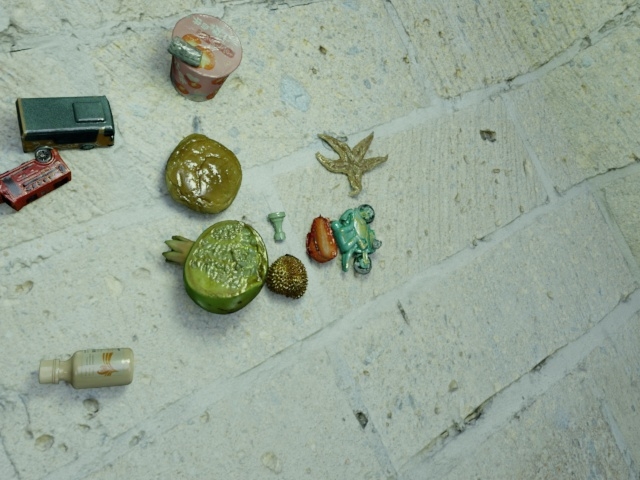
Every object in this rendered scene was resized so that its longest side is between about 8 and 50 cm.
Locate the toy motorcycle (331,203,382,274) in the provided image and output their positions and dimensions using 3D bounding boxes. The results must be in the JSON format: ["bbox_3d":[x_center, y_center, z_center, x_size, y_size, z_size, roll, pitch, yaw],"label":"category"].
[{"bbox_3d":[0.136,-0.015,2.009,0.198,0.109,0.297,7,71,-23],"label":"toy motorcycle"}]

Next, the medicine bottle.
[{"bbox_3d":[-0.690,0.381,1.511,0.252,0.114,0.114,1,77,-24],"label":"medicine bottle"}]

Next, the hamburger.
[{"bbox_3d":[-0.404,-0.233,1.791,0.265,0.134,0.285,26,70,-15],"label":"hamburger"}]

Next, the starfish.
[{"bbox_3d":[0.136,-0.344,2.118,0.302,0.060,0.299,-27,83,-23],"label":"starfish"}]

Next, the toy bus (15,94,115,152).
[{"bbox_3d":[-0.801,-0.371,1.618,0.275,0.167,0.139,-10,81,-28],"label":"toy bus"}]

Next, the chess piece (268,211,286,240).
[{"bbox_3d":[-0.157,-0.053,1.906,0.067,0.067,0.103,-9,89,-27],"label":"chess piece"}]

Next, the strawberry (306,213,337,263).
[{"bbox_3d":[0.000,0.000,1.963,0.121,0.082,0.188,14,60,-38],"label":"strawberry"}]

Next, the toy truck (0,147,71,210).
[{"bbox_3d":[-0.899,-0.174,1.555,0.252,0.107,0.114,-40,95,-28],"label":"toy truck"}]

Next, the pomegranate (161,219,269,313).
[{"bbox_3d":[-0.343,0.090,1.711,0.358,0.216,0.310,16,68,11],"label":"pomegranate"}]

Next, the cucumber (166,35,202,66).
[{"bbox_3d":[-0.435,-0.609,1.653,0.112,0.064,0.064,27,67,-19],"label":"cucumber"}]

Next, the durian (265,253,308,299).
[{"bbox_3d":[-0.120,0.131,1.839,0.158,0.137,0.168,4,83,-46],"label":"durian"}]

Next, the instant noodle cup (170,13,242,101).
[{"bbox_3d":[-0.428,-0.637,1.826,0.242,0.231,0.243,7,73,-24],"label":"instant noodle cup"}]
